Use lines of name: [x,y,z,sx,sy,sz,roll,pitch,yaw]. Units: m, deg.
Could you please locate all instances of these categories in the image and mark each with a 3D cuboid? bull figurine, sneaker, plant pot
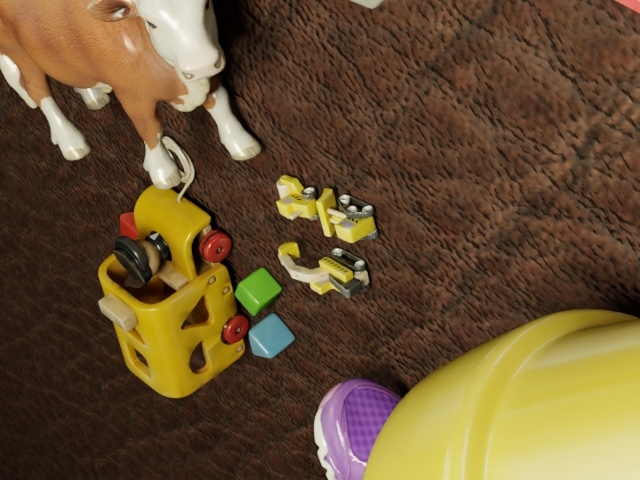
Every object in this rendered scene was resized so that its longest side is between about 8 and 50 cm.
bull figurine: [-0.142,-0.137,0.906,0.310,0.101,0.188,25,143,43]
sneaker: [0.099,0.185,0.926,0.236,0.095,0.104,47,146,2]
plant pot: [0.182,0.130,0.577,0.254,0.254,0.239,53,137,1]

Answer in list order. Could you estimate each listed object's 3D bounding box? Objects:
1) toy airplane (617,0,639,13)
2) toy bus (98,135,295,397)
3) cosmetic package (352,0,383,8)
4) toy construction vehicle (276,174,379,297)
toy airplane: [0.162,-0.123,0.522,0.151,0.028,0.151,36,148,27]
toy bus: [-0.137,0.041,1.102,0.202,0.104,0.191,55,153,-3]
cosmetic package: [-0.015,-0.214,0.502,0.183,0.151,0.151,47,107,14]
toy construction vehicle: [0.000,0.000,0.914,0.098,0.035,0.085,29,144,40]
